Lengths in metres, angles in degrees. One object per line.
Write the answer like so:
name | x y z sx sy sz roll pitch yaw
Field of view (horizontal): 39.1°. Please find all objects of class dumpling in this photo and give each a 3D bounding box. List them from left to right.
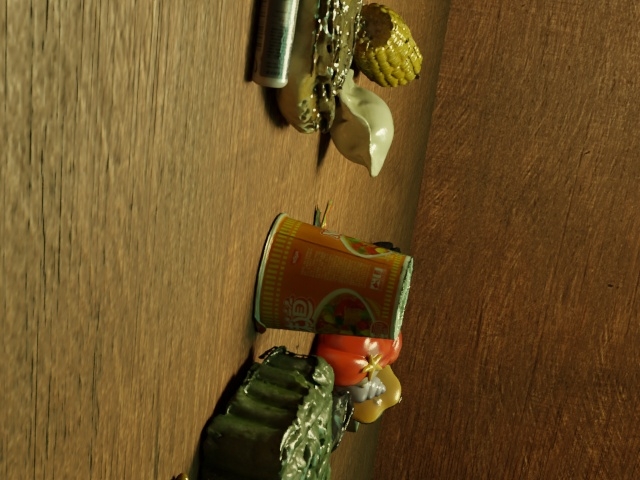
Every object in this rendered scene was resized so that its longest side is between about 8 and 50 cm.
dumpling | 0.059 -0.191 1.403 0.134 0.100 0.169 60 38 -54

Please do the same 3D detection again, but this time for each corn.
corn | 0.100 -0.317 1.472 0.318 0.115 0.115 5 96 -78

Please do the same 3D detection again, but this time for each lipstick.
lipstick | -0.044 -0.230 0.931 0.040 0.040 0.141 -44 144 -73

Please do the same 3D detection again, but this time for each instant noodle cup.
instant noodle cup | 0.023 0.060 1.203 0.168 0.185 0.168 11 90 -80

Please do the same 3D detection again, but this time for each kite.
kite | 0.000 0.000 1.522 0.190 0.010 0.159 78 25 -68

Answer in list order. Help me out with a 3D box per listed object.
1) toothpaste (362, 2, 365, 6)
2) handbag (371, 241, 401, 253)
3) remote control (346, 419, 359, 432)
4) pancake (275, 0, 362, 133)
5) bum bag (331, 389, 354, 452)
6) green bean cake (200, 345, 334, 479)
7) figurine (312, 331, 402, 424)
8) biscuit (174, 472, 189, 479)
toothpaste | 0.084 -0.377 1.561 0.140 0.021 0.037 -6 106 -77
handbag | 0.148 0.144 2.197 0.275 0.088 0.244 -57 145 -70
remote control | 0.083 0.367 2.278 0.344 0.050 0.145 83 20 -61
pancake | 0.016 -0.307 1.100 0.382 0.071 0.382 12 90 -83
bum bag | -0.024 0.337 1.514 0.144 0.095 0.340 -54 171 9
green bean cake | -0.064 0.288 1.151 0.241 0.132 0.255 -47 147 -65
figurine | 0.071 0.224 1.760 0.208 0.181 0.257 -33 151 -15
biscuit | -0.154 0.299 0.949 0.081 0.018 0.083 92 14 -45
